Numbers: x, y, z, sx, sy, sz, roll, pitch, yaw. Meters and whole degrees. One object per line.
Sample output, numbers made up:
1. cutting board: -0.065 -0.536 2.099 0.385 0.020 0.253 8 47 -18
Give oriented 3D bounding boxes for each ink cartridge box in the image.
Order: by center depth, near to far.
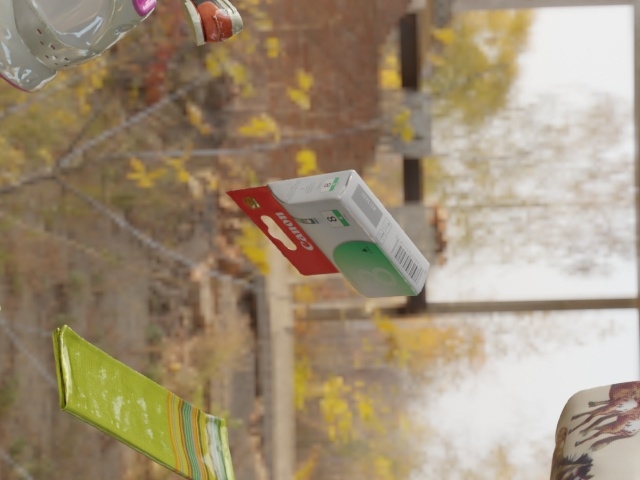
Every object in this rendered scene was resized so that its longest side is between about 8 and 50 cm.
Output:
1. ink cartridge box: 0.000 0.000 1.764 0.181 0.224 0.056 49 51 -31

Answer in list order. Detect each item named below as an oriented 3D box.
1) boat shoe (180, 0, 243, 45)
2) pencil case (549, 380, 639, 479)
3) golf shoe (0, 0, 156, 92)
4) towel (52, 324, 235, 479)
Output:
1. boat shoe: -0.103 -0.215 1.274 0.137 0.043 0.049 -116 -169 -56
2. pencil case: 0.239 0.275 1.008 0.160 0.183 0.410 -62 -177 35
3. golf shoe: -0.205 -0.266 1.025 0.115 0.140 0.306 2 71 -72
4. towel: -0.165 0.169 1.365 0.237 0.021 0.102 38 23 -41
